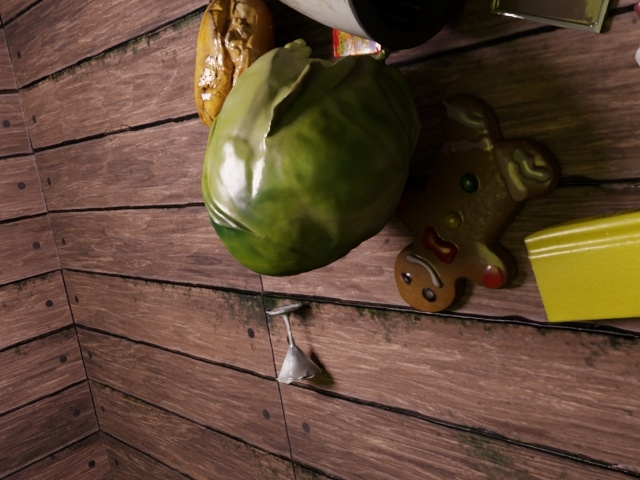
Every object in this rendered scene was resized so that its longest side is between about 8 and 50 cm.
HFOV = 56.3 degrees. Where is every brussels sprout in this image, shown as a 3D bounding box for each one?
[{"bbox_3d":[-0.041,-0.120,1.030,0.342,0.361,0.425,39,158,-6],"label":"brussels sprout"}]

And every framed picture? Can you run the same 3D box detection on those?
[{"bbox_3d":[0.362,-0.453,0.882,0.189,0.023,0.260,27,121,36],"label":"framed picture"}]

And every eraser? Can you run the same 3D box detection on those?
[{"bbox_3d":[0.447,0.039,0.931,0.226,0.069,0.158,-13,94,46],"label":"eraser"}]

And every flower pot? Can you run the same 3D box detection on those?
[{"bbox_3d":[0.044,-0.494,1.001,0.330,0.293,0.294,29,123,41],"label":"flower pot"}]

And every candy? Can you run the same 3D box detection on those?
[{"bbox_3d":[0.080,-0.394,1.171,0.121,0.038,0.062,11,111,42],"label":"candy"}]

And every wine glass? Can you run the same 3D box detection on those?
[{"bbox_3d":[-0.070,0.253,1.498,0.122,0.122,0.183,-11,90,46],"label":"wine glass"}]

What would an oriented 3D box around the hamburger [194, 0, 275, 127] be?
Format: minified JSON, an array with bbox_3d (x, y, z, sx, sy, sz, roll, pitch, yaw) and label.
[{"bbox_3d":[-0.184,-0.382,1.285,0.314,0.170,0.290,-116,28,-66],"label":"hamburger"}]

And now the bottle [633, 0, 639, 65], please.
[{"bbox_3d":[0.492,-0.218,0.776,0.104,0.104,0.245,-40,75,44],"label":"bottle"}]

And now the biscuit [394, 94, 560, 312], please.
[{"bbox_3d":[0.247,-0.027,1.112,0.283,0.064,0.432,44,130,26],"label":"biscuit"}]
